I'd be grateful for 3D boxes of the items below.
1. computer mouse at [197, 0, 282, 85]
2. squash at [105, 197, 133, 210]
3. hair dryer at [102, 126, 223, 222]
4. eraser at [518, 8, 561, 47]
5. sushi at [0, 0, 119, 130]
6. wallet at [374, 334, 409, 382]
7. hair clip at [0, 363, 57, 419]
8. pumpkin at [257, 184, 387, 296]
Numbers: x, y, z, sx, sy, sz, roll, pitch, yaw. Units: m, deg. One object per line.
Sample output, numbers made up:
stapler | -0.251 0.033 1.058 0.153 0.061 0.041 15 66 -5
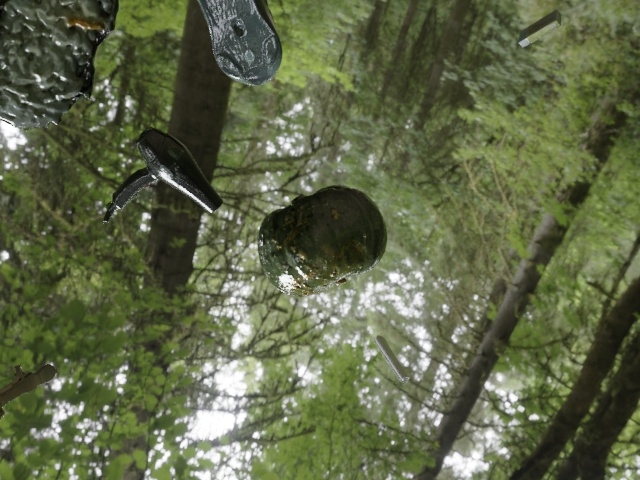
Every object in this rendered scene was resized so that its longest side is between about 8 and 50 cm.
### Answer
computer mouse | -0.195 -0.547 1.364 0.167 0.380 0.090 -11 -151 12
squash | -0.510 -0.100 1.514 0.089 0.027 0.027 -28 -145 -4
hair dryer | -0.377 -0.107 1.318 0.235 0.271 0.091 48 -157 -33
eraser | 0.430 -0.416 1.158 0.019 0.083 0.038 34 -127 -28
sushi | -0.503 -0.375 1.062 0.210 0.350 0.171 13 -154 -42
wallet | 0.174 0.289 1.443 0.122 0.025 0.061 57 -178 24
hair clip | -0.524 0.265 0.939 0.072 0.034 0.226 1 -157 17
pumpkin | 0.000 0.000 1.526 0.327 0.291 0.258 -24 -91 -30
